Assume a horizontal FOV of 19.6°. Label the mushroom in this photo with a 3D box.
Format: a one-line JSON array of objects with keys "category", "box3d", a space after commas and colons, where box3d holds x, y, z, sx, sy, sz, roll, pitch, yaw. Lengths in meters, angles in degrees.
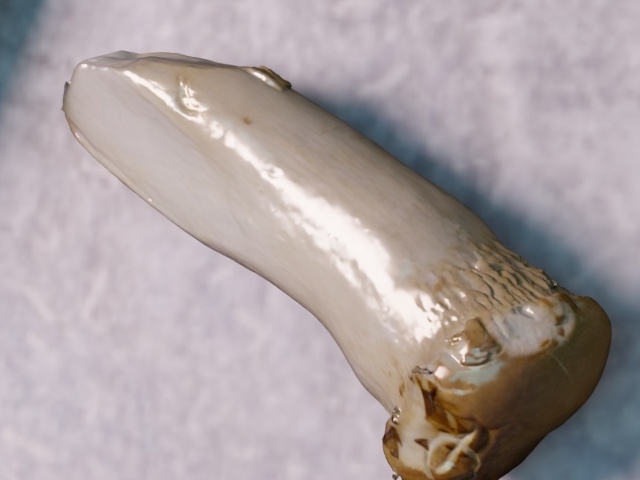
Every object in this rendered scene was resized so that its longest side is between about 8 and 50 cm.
[{"category": "mushroom", "box3d": [0.000, 0.000, 0.624, 0.209, 0.071, 0.084, 39, 132, 22]}]
